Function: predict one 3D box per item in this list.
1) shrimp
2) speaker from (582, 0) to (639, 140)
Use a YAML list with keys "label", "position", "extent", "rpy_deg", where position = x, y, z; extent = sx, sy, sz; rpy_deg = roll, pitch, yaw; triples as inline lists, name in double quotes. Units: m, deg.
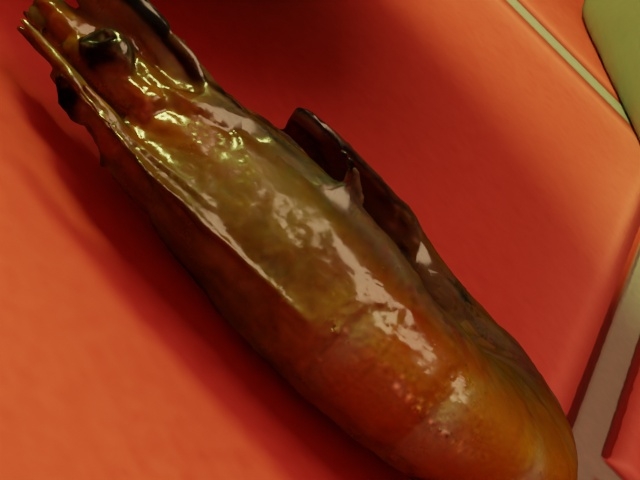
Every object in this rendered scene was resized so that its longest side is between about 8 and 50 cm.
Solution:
- label: "shrimp"
  position: [0.000, 0.000, 0.571]
  extent: [0.248, 0.068, 0.150]
  rpy_deg: [45, 13, -13]
- label: "speaker"
  position: [0.305, -0.072, 0.983]
  extent: [0.183, 0.184, 0.406]
  rpy_deg: [30, 30, -31]
